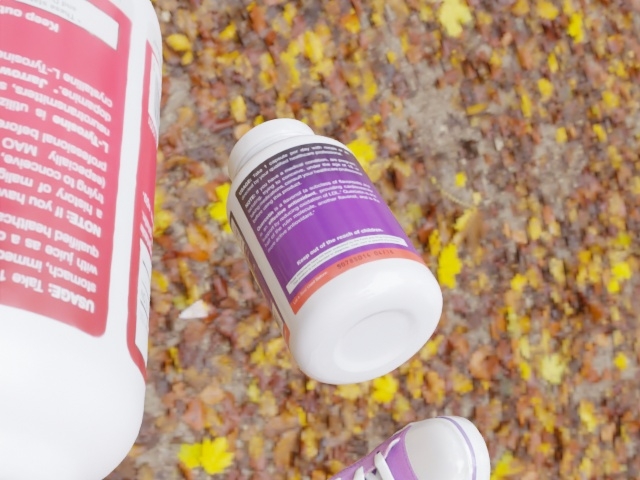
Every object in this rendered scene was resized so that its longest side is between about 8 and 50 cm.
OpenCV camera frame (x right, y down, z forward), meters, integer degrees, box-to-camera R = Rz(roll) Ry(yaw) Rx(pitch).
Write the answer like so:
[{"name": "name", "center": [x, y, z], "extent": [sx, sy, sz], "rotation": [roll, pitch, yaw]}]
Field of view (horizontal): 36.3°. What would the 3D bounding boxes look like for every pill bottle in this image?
[{"name": "pill bottle", "center": [-0.215, 0.016, 0.582], "extent": [0.229, 0.229, 0.408], "rotation": [24, 50, -37]}, {"name": "pill bottle", "center": [0.000, 0.000, 1.160], "extent": [0.181, 0.181, 0.323], "rotation": [13, 35, -40]}]

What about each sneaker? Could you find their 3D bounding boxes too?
[{"name": "sneaker", "center": [0.005, 0.241, 0.805], "extent": [0.161, 0.282, 0.102], "rotation": [11, 42, -48]}]
